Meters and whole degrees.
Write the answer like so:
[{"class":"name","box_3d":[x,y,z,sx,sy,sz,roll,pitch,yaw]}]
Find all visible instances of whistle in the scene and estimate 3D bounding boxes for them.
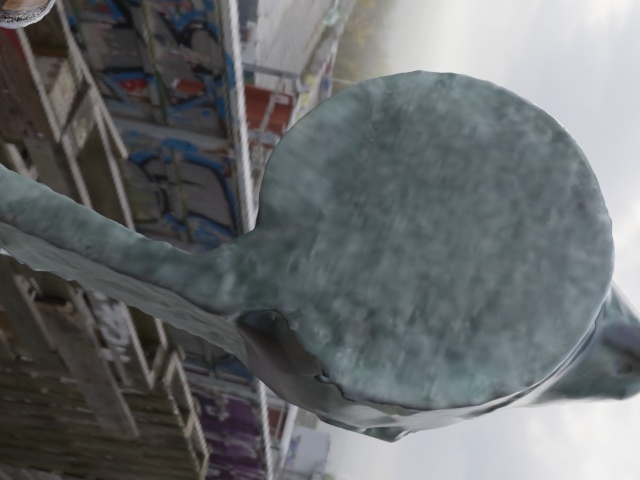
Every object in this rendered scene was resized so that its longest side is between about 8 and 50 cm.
[{"class":"whistle","box_3d":[-0.013,0.028,0.489,0.168,0.405,0.188,83,0,-73]}]

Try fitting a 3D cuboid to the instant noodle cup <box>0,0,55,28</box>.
[{"class":"instant noodle cup","box_3d":[-0.350,-0.387,0.926,0.207,0.217,0.217,-22,-143,39]}]
